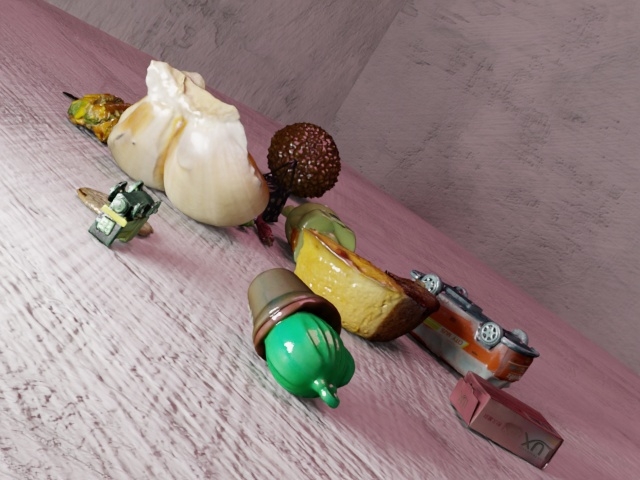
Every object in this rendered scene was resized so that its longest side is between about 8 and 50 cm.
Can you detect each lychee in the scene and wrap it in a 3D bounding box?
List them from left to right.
[{"bbox_3d":[-0.040,-0.205,2.699,0.200,0.200,0.238,31,21,-8],"label":"lychee"}]

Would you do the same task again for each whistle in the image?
[{"bbox_3d":[0.000,0.000,1.944,0.131,0.106,0.288,32,7,-16],"label":"whistle"}]

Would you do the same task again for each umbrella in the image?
[{"bbox_3d":[-0.103,-0.019,1.953,0.025,0.027,0.165,2,20,-15],"label":"umbrella"}]

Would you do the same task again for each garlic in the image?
[{"bbox_3d":[-0.209,-0.157,1.771,0.286,0.249,0.313,16,-11,-2],"label":"garlic"}]

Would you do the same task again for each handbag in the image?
[{"bbox_3d":[-0.089,-0.104,2.110,0.072,0.139,0.115,43,10,14],"label":"handbag"}]

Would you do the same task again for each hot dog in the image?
[{"bbox_3d":[-0.390,-0.226,1.984,0.115,0.072,0.269,39,7,-5],"label":"hot dog"}]

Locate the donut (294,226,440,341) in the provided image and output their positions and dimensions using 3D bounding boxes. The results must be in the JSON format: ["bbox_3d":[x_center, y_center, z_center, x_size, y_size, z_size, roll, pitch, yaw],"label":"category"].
[{"bbox_3d":[0.086,0.099,1.689,0.295,0.112,0.151,24,14,-36],"label":"donut"}]

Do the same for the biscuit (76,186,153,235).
[{"bbox_3d":[-0.283,-0.040,1.476,0.120,0.015,0.120,31,8,-5],"label":"biscuit"}]

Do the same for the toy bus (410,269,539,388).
[{"bbox_3d":[0.250,0.161,1.865,0.265,0.120,0.121,38,11,38],"label":"toy bus"}]

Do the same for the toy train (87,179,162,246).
[{"bbox_3d":[-0.248,-0.035,1.354,0.050,0.081,0.122,41,10,4],"label":"toy train"}]

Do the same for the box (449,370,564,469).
[{"bbox_3d":[0.272,0.263,1.578,0.156,0.060,0.111,33,8,-14],"label":"box"}]

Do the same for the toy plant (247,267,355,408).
[{"bbox_3d":[-0.017,0.123,1.239,0.143,0.105,0.200,41,16,-52],"label":"toy plant"}]

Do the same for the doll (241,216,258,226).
[{"bbox_3d":[-0.172,-0.075,1.964,0.115,0.050,0.190,29,10,-44],"label":"doll"}]

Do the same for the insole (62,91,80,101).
[{"bbox_3d":[-0.438,-0.250,2.151,0.188,0.004,0.064,32,8,0],"label":"insole"}]
